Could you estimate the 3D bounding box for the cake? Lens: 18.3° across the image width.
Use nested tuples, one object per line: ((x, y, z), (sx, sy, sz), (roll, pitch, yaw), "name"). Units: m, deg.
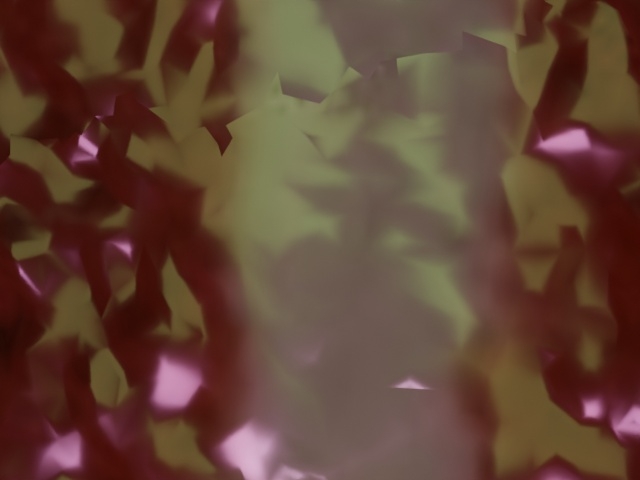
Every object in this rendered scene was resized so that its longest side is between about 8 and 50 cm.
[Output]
((0.000, 0.000, 0.475), (0.320, 0.270, 0.269), (6, 108, 18), "cake")
